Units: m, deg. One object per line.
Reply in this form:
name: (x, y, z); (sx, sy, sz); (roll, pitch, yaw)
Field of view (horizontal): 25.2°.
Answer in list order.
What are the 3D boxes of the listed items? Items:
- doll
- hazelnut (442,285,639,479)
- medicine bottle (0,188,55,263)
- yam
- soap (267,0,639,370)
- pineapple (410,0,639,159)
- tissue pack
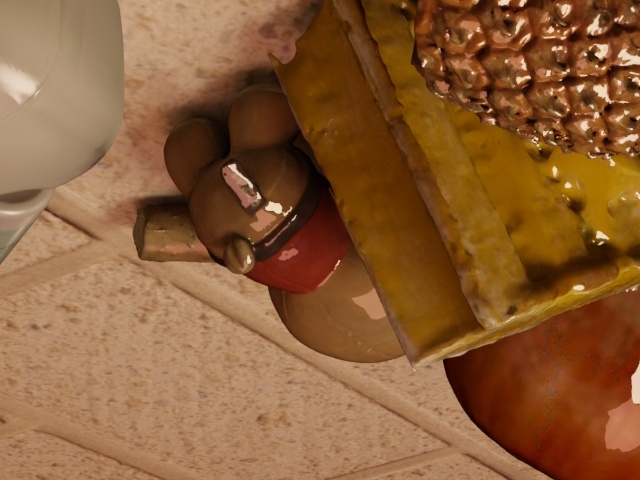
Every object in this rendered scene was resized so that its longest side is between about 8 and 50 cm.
doll: (0.000, 0.000, 1.368); (0.235, 0.174, 0.330); (-29, 129, 33)
hazelnut: (0.316, 0.099, 1.518); (0.366, 0.365, 0.366); (-3, 152, -2)
medicine bottle: (-0.378, 0.005, 1.445); (0.110, 0.110, 0.352); (12, 147, -28)
yam: (-0.038, -0.006, 1.510); (0.317, 0.071, 0.067); (1, 155, -9)
soap: (0.151, -0.093, 1.245); (0.304, 0.338, 0.169); (-15, 167, -41)
pineapple: (0.240, -0.139, 1.065); (0.362, 0.202, 0.202); (26, 147, -1)
tissue pack: (-0.332, -0.141, 1.056); (0.333, 0.229, 0.236); (-16, 149, 19)
